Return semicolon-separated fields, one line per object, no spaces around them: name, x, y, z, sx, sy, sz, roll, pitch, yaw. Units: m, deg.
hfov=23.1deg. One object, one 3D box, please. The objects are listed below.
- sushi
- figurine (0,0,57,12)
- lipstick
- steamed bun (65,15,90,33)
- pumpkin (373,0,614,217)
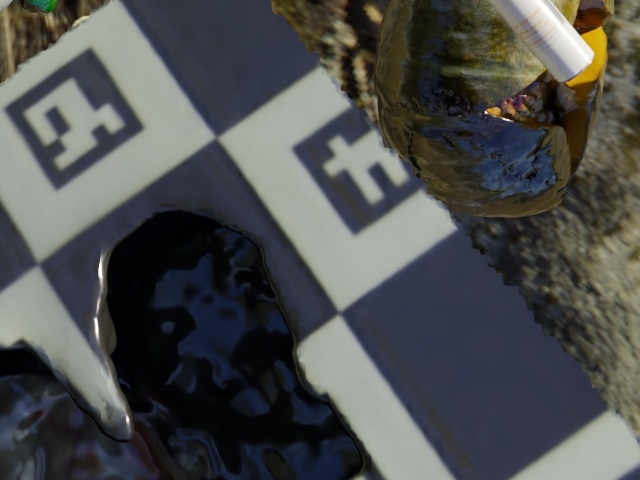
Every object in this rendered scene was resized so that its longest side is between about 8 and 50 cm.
sushi;-0.095;0.106;0.628;0.373;0.100;0.296;-38;72;0
figurine;-0.227;-0.146;0.915;0.147;0.093;0.197;7;138;-25
lipstick;0.167;-0.193;1.288;0.040;0.040;0.141;-43;105;1
steamed bun;0.000;0.000;1.190;0.189;0.247;0.428;-35;69;-32
pumpkin;0.175;-0.181;1.557;0.192;0.320;0.320;12;103;25
